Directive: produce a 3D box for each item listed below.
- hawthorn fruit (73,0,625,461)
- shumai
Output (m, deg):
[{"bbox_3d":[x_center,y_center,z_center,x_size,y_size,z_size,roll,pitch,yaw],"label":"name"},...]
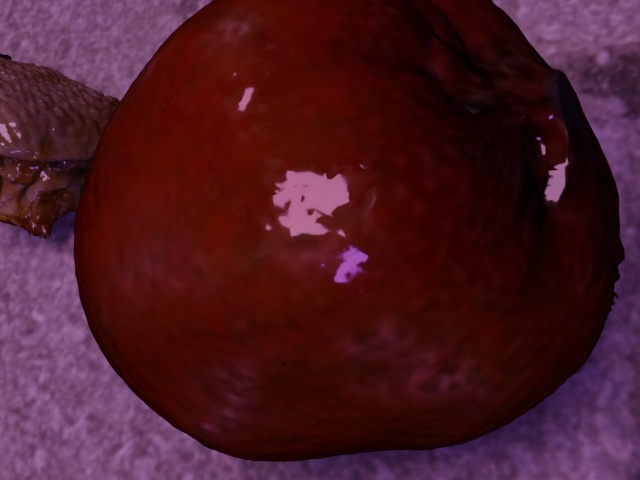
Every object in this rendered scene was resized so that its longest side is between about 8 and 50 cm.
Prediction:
[{"bbox_3d":[0.004,-0.012,0.661,0.311,0.295,0.295,-11,61,16],"label":"hawthorn fruit"},{"bbox_3d":[-0.222,-0.066,0.909,0.145,0.145,0.116,43,126,35],"label":"shumai"}]
